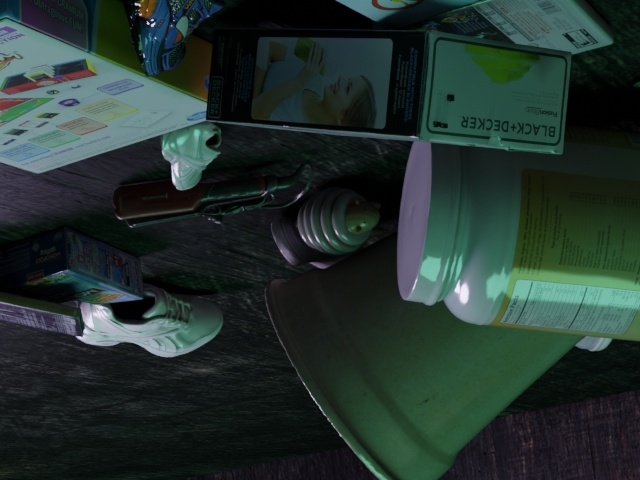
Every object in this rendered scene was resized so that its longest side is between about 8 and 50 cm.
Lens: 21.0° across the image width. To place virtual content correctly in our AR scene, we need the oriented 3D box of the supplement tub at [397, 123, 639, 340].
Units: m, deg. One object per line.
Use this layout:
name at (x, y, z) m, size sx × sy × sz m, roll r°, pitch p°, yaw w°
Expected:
supplement tub at (0.254, -0.014, 1.867) m, size 0.316 × 0.228 × 0.228 m, roll 6°, pitch 163°, yaw -6°

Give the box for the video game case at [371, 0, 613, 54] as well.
video game case at (0.163, -0.197, 1.603) m, size 0.173 × 0.022 × 0.190 m, roll -14°, pitch 164°, yaw 23°

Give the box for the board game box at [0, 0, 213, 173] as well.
board game box at (-0.263, -0.148, 1.521) m, size 0.242 × 0.064 × 0.316 m, roll -15°, pitch 163°, yaw 28°

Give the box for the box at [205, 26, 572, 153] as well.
box at (0.053, -0.130, 1.474) m, size 0.169 × 0.087 × 0.290 m, roll 3°, pitch -176°, yaw -38°

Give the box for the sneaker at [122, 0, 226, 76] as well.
sneaker at (-0.113, -0.195, 1.394) m, size 0.087 × 0.083 × 0.221 m, roll -12°, pitch 169°, yaw -9°

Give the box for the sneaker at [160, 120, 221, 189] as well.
sneaker at (-0.131, -0.092, 1.803) m, size 0.061 × 0.053 × 0.152 m, roll -9°, pitch 164°, yaw -1°

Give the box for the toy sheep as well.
toy sheep at (0.019, -0.023, 2.060) m, size 0.091 × 0.091 × 0.132 m, roll 9°, pitch 165°, yaw -43°

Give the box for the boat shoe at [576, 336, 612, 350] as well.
boat shoe at (0.361, 0.058, 2.398) m, size 0.103 × 0.118 × 0.320 m, roll -1°, pitch 154°, yaw 5°

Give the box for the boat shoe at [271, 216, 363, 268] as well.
boat shoe at (0.000, 0.000, 2.180) m, size 0.063 × 0.066 × 0.184 m, roll -28°, pitch 156°, yaw 19°

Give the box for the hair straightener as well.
hair straightener at (-0.118, -0.053, 1.987) m, size 0.230 × 0.047 × 0.089 m, roll -13°, pitch 164°, yaw 6°

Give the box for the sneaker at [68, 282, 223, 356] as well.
sneaker at (-0.230, 0.106, 2.422) m, size 0.232 × 0.090 × 0.115 m, roll 2°, pitch 159°, yaw -32°

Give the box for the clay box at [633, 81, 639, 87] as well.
clay box at (0.448, -0.148, 1.836) m, size 0.222 × 0.053 × 0.127 m, roll 7°, pitch 160°, yaw -41°

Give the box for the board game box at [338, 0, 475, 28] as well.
board game box at (0.096, -0.268, 1.195) m, size 0.302 × 0.086 × 0.308 m, roll -15°, pitch 163°, yaw 29°

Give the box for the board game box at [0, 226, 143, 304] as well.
board game box at (-0.330, 0.047, 2.214) m, size 0.194 × 0.060 × 0.194 m, roll -17°, pitch 161°, yaw 33°

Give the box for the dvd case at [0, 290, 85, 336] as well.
dvd case at (-0.411, 0.082, 2.189) m, size 0.221 × 0.018 × 0.164 m, roll 12°, pitch 168°, yaw -4°

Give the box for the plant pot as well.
plant pot at (0.153, 0.102, 2.107) m, size 0.305 × 0.334 × 0.334 m, roll -36°, pitch 158°, yaw 10°
